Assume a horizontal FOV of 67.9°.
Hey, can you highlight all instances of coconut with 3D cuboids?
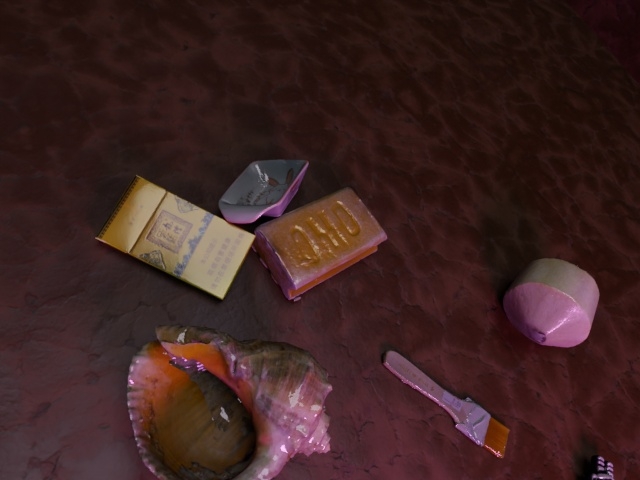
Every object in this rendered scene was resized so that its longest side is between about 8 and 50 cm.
[{"bbox_3d":[0.560,0.160,1.163,0.202,0.202,0.222,45,53,6],"label":"coconut"}]

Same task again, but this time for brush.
[{"bbox_3d":[0.274,0.350,1.048,0.336,0.020,0.085,35,56,-1],"label":"brush"}]

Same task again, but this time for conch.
[{"bbox_3d":[-0.154,0.293,0.809,0.352,0.210,0.297,19,46,17],"label":"conch"}]

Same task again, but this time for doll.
[{"bbox_3d":[0.609,0.583,1.029,0.091,0.067,0.219,35,57,-14],"label":"doll"}]

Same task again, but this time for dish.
[{"bbox_3d":[-0.125,-0.099,1.062,0.153,0.064,0.234,3,38,22],"label":"dish"}]

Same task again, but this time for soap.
[{"bbox_3d":[0.000,0.000,1.088,0.274,0.089,0.174,-28,73,-31],"label":"soap"}]

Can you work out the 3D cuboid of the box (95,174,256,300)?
[{"bbox_3d":[-0.291,-0.004,0.980,0.278,0.041,0.153,27,74,-7],"label":"box"}]
